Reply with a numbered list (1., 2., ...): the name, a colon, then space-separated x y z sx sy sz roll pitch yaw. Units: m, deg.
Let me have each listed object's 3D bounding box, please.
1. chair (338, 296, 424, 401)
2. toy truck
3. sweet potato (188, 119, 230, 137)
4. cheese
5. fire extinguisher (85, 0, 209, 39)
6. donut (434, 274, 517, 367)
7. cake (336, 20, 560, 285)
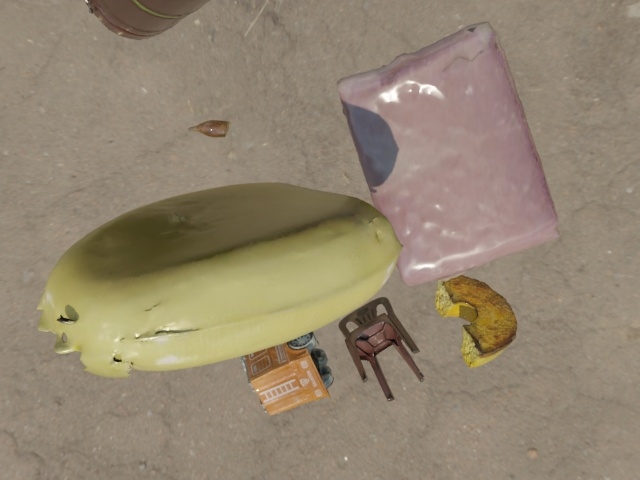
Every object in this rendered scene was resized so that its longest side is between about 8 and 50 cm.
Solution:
1. chair: 0.152 0.262 1.767 0.176 0.326 0.183 -31 138 0
2. toy truck: -0.114 0.263 1.660 0.207 0.387 0.173 -23 122 -1
3. sweet potato: -0.304 -0.304 1.714 0.117 0.049 0.049 0 96 3
4. cheese: -0.106 0.027 0.603 0.316 0.259 0.128 -23 111 -30
5. fire extinguisher: -0.112 -0.242 0.478 0.141 0.341 0.105 23 83 -30
6. donut: 0.390 0.193 1.530 0.152 0.259 0.101 -3 130 -15
7. cake: 0.173 -0.109 0.895 0.230 0.237 0.308 -17 92 10
